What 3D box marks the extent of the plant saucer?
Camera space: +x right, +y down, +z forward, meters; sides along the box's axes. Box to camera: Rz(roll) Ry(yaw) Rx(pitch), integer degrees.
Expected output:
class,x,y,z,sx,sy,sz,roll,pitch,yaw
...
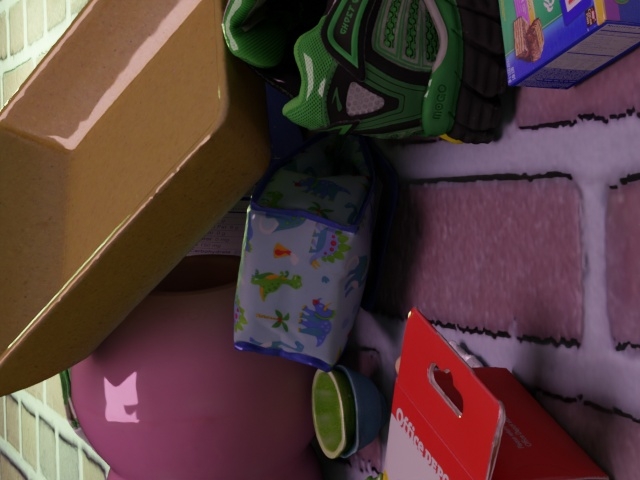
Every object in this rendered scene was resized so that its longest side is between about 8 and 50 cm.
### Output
class,x,y,z,sx,sy,sz,roll,pitch,yaw
plant saucer,-0.142,-0.074,1.146,0.333,0.081,0.333,-45,33,30

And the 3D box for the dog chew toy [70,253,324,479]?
class,x,y,z,sx,sy,sz,roll,pitch,yaw
dog chew toy,-0.086,0.184,1.230,0.206,0.206,0.332,-145,47,-66

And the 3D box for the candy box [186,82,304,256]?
class,x,y,z,sx,sy,sz,roll,pitch,yaw
candy box,-0.126,-0.064,1.410,0.317,0.122,0.268,113,149,-47

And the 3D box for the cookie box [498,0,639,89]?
class,x,y,z,sx,sy,sz,roll,pitch,yaw
cookie box,0.132,-0.137,0.794,0.107,0.040,0.092,147,120,-67

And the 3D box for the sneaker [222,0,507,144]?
class,x,y,z,sx,sy,sz,roll,pitch,yaw
sneaker,0.000,-0.181,1.009,0.343,0.146,0.134,-119,34,-54

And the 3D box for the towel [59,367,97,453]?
class,x,y,z,sx,sy,sz,roll,pitch,yaw
towel,-0.236,0.141,1.688,0.248,0.038,0.325,59,-174,-46

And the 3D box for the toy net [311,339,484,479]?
class,x,y,z,sx,sy,sz,roll,pitch,yaw
toy net,0.053,0.135,1.035,0.232,0.045,0.122,149,118,-68

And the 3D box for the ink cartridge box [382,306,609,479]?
class,x,y,z,sx,sy,sz,roll,pitch,yaw
ink cartridge box,0.092,0.165,0.878,0.134,0.078,0.231,-130,42,-59

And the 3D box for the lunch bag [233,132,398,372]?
class,x,y,z,sx,sy,sz,roll,pitch,yaw
lunch bag,0.000,0.000,1.107,0.151,0.096,0.129,-67,-11,-59
